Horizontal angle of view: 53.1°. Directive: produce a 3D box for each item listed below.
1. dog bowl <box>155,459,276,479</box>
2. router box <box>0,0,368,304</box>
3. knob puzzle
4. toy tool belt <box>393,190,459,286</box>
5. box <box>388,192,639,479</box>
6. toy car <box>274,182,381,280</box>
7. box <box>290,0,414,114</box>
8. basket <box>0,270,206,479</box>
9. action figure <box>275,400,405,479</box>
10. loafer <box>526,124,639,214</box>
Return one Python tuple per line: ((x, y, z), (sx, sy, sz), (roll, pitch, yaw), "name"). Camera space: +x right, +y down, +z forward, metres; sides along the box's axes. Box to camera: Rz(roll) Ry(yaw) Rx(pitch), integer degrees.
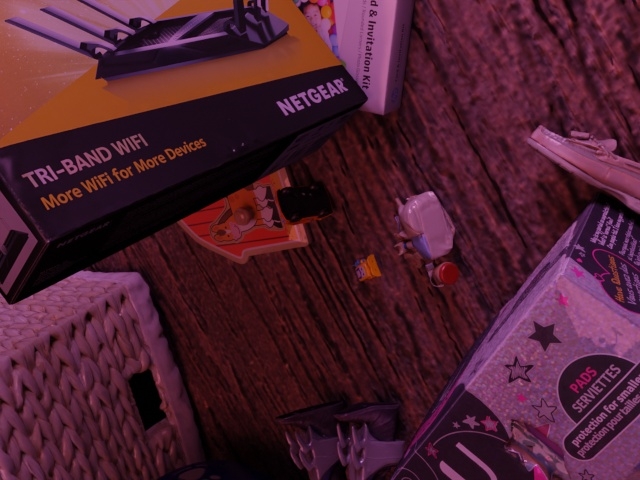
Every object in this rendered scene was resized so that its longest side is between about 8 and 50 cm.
((-0.125, 0.400, 0.742), (0.104, 0.264, 0.265), (14, 123, 64), "dog bowl")
((-0.136, -0.134, 0.440), (0.243, 0.309, 0.081), (52, 132, 2), "router box")
((-0.116, -0.062, 0.685), (0.213, 0.030, 0.213), (14, 118, 28), "knob puzzle")
((0.092, -0.001, 0.569), (0.051, 0.052, 0.083), (-5, 107, 68), "toy tool belt")
((0.181, 0.117, 0.482), (0.142, 0.163, 0.247), (35, 125, 14), "box")
((0.000, 0.000, 0.619), (0.122, 0.060, 0.040), (57, 146, 3), "toy car")
((-0.012, -0.198, 0.551), (0.186, 0.038, 0.145), (19, 120, 25), "box")
((-0.381, 0.235, 0.845), (0.331, 0.266, 0.329), (-2, 110, 36), "basket")
((0.039, 0.314, 0.662), (0.185, 0.099, 0.285), (-17, 81, 49), "action figure")
((0.214, -0.054, 0.468), (0.125, 0.045, 0.039), (33, 108, 9), "loafer")
